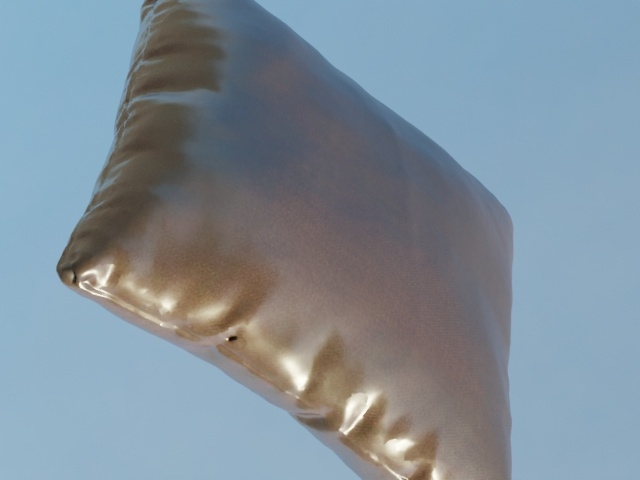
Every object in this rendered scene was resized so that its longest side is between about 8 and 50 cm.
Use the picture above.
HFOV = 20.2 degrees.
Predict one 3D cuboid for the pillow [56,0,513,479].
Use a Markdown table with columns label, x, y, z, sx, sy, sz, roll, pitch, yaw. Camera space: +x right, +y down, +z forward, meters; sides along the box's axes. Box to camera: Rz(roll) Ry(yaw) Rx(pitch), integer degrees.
| label | x | y | z | sx | sy | sz | roll | pitch | yaw |
| --- | --- | --- | --- | --- | --- | --- | --- | --- | --- |
| pillow | 0.000 | 0.000 | 1.020 | 0.108 | 0.308 | 0.305 | -39 | -155 | 30 |
